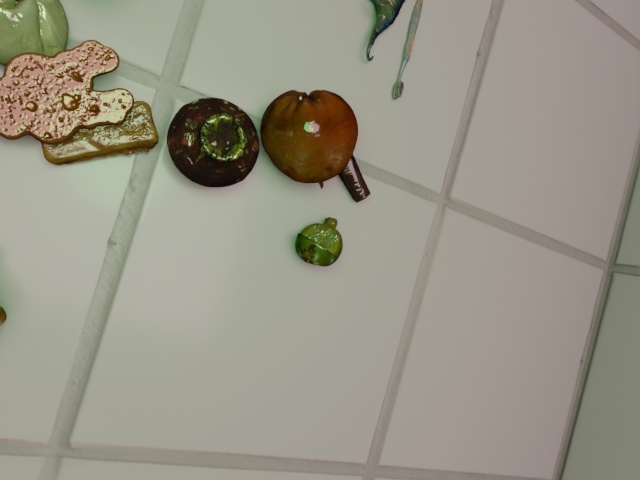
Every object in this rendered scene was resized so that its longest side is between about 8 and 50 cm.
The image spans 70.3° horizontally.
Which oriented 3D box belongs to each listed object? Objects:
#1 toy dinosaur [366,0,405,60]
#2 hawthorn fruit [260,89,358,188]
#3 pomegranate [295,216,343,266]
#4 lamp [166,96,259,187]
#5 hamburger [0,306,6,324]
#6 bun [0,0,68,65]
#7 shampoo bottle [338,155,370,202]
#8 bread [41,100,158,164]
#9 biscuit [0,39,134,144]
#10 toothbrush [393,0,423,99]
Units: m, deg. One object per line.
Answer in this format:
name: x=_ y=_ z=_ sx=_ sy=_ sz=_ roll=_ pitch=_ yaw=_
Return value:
toy dinosaur: x=0.215 y=-0.754 z=1.461 sx=0.147 sy=0.076 sz=0.363 roll=41 pitch=74 yaw=-29
hawthorn fruit: x=-0.026 y=-0.273 z=1.294 sx=0.277 sy=0.277 sz=0.298 roll=-25 pitch=127 yaw=-21
pomegranate: x=-0.002 y=0.012 z=1.401 sx=0.169 sy=0.143 sz=0.122 roll=-60 pitch=161 yaw=-50
lamp: x=-0.276 y=-0.256 z=1.193 sx=0.247 sy=0.247 sz=0.247 roll=-2 pitch=95 yaw=-25
hamburger: x=-0.818 y=0.159 z=0.964 sx=0.236 sy=0.276 sz=0.276 roll=-18 pitch=101 yaw=-35
bun: x=-0.707 y=-0.522 z=1.009 sx=0.259 sy=0.160 sz=0.259 roll=-3 pitch=98 yaw=-23
shampoo bottle: x=0.083 y=-0.237 z=1.444 sx=0.068 sy=0.067 sz=0.236 roll=-34 pitch=107 yaw=-11
bread: x=-0.552 y=-0.268 z=1.143 sx=0.271 sy=0.077 sz=0.139 roll=-17 pitch=101 yaw=-22
biscuit: x=-0.611 y=-0.331 z=1.045 sx=0.333 sy=0.047 sz=0.202 roll=-25 pitch=105 yaw=-20
toothbrush: x=0.298 y=-0.655 z=1.532 sx=0.028 sy=0.037 sz=0.375 roll=16 pitch=84 yaw=-28
